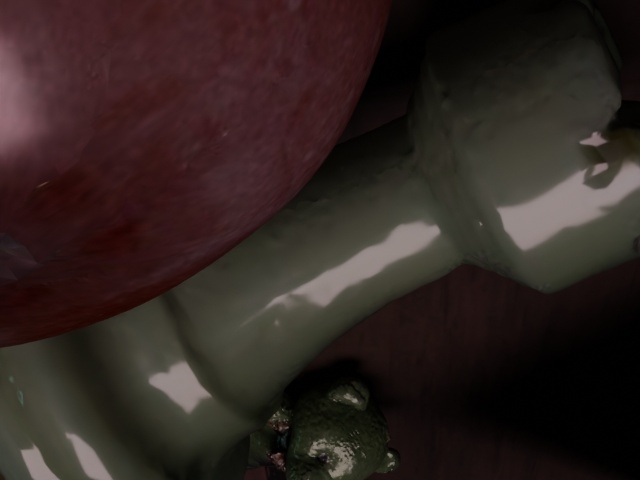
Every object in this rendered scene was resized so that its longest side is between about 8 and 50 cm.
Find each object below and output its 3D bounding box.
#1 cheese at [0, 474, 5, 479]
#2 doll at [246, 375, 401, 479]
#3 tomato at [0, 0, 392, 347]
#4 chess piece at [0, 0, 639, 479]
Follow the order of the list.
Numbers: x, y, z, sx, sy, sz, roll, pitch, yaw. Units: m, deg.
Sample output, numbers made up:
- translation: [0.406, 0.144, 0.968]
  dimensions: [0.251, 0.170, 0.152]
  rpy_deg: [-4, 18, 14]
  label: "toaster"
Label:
- translation: [-0.222, 0.129, 0.777]
  dimensions: [0.117, 0.214, 0.226]
  rpy_deg: [10, 154, -13]
  label: "cheese"
- translation: [-0.025, 0.137, 0.946]
  dimensions: [0.150, 0.078, 0.115]
  rpy_deg: [-5, 140, 25]
  label: "doll"
- translation: [-0.109, -0.084, 0.414]
  dimensions: [0.270, 0.227, 0.270]
  rpy_deg: [-5, 148, -3]
  label: "tomato"
- translation: [0.000, 0.000, 0.626]
  dimensions: [0.299, 0.195, 0.194]
  rpy_deg: [-25, 144, 16]
  label: "chess piece"
